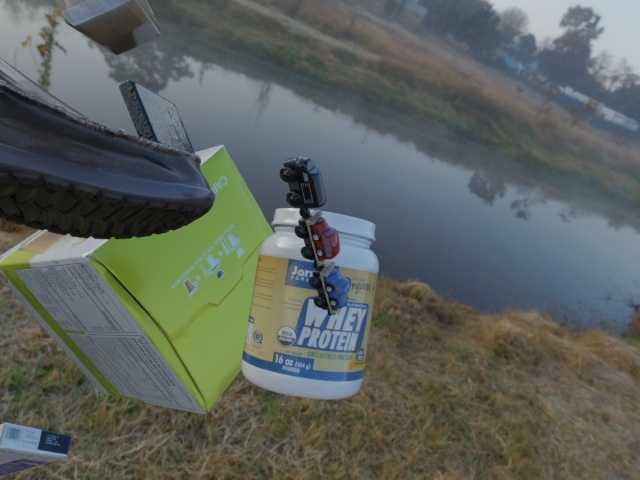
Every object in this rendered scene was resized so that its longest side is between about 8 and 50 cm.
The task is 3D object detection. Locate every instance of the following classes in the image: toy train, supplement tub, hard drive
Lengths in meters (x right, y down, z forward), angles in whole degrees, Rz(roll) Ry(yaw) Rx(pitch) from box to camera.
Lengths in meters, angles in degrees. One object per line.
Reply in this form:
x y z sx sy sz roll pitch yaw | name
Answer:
0.000 0.000 0.467 0.036 0.158 0.027 -2 27 24 | toy train
-0.009 0.071 0.612 0.144 0.199 0.144 8 -4 1 | supplement tub
-0.222 -0.161 0.721 0.135 0.022 0.094 -17 84 -83 | hard drive

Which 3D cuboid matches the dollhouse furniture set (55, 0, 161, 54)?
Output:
-0.036 -0.289 0.364 0.174 0.355 0.303 65 -4 -15 | dollhouse furniture set

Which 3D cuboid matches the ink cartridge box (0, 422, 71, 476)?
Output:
-0.841 0.558 1.350 0.176 0.371 0.069 37 37 -44 | ink cartridge box

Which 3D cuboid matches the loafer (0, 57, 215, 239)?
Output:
-0.251 -0.094 0.399 0.366 0.134 0.130 14 69 -32 | loafer

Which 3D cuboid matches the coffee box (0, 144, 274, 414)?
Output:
-0.302 0.068 0.976 0.334 0.338 0.337 -6 33 37 | coffee box
